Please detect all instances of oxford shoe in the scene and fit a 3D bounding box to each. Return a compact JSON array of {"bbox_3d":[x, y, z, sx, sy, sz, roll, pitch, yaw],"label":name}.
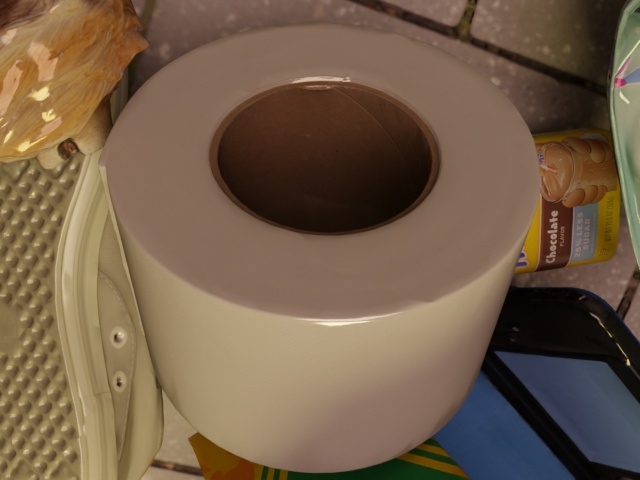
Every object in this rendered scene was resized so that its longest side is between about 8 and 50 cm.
[{"bbox_3d":[-0.196,-0.006,0.581,0.169,0.130,0.448,-2,93,21],"label":"oxford shoe"}]

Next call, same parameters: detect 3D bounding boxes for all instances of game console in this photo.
[{"bbox_3d":[0.184,0.196,0.684,0.293,0.250,0.173,47,67,-19],"label":"game console"}]

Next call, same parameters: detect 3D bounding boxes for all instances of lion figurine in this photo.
[{"bbox_3d":[-0.308,-0.142,0.466,0.392,0.142,0.240,36,76,17],"label":"lion figurine"}]

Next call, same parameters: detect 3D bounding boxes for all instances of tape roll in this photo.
[{"bbox_3d":[0.000,0.000,0.497,0.246,0.246,0.169,-8,140,-8],"label":"tape roll"}]

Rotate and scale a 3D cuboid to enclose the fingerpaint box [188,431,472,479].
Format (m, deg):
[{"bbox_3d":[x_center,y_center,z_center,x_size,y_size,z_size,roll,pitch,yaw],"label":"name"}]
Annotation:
[{"bbox_3d":[0.107,0.351,0.564,0.163,0.371,0.444,-31,119,-9],"label":"fingerpaint box"}]

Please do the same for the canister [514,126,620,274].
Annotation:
[{"bbox_3d":[0.162,-0.030,0.661,0.170,0.073,0.126,-8,107,-10],"label":"canister"}]

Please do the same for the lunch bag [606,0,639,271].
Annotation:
[{"bbox_3d":[0.296,-0.104,0.574,0.160,0.223,0.262,-12,116,36],"label":"lunch bag"}]
